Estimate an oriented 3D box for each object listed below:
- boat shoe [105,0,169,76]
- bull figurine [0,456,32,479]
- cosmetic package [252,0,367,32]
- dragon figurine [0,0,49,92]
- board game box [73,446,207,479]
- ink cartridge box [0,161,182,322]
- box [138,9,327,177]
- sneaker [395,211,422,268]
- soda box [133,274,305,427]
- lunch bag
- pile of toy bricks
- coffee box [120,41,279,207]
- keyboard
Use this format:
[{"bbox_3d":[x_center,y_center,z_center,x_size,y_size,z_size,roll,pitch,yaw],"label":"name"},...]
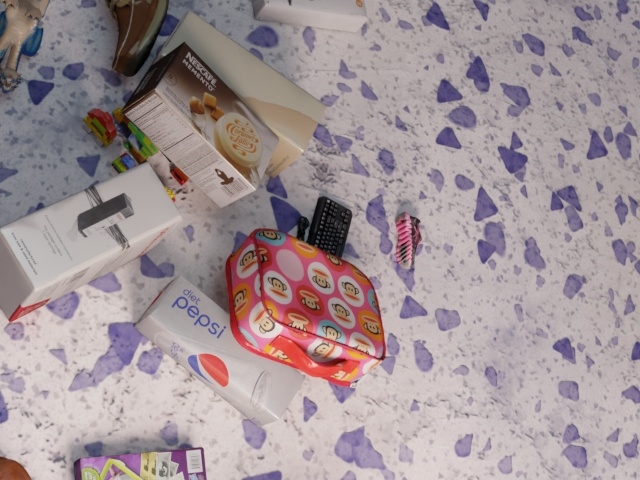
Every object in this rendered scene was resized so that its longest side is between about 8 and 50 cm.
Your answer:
[{"bbox_3d":[-0.341,-0.444,1.823,0.120,0.122,0.324,20,55,-15],"label":"boat shoe"},{"bbox_3d":[-0.486,0.432,1.374,0.188,0.101,0.310,49,33,-8],"label":"bull figurine"},{"bbox_3d":[-0.023,-0.498,2.040,0.239,0.060,0.098,0,73,-28],"label":"cosmetic package"},{"bbox_3d":[-0.518,-0.379,1.712,0.085,0.144,0.289,24,43,-17],"label":"dragon figurine"},{"bbox_3d":[-0.267,0.507,1.544,0.208,0.056,0.346,3,70,-32],"label":"board game box"},{"bbox_3d":[-0.384,0.002,1.577,0.273,0.197,0.114,-29,87,-33],"label":"ink cartridge box"},{"bbox_3d":[-0.162,-0.267,1.829,0.311,0.148,0.121,33,60,-13],"label":"box"},{"bbox_3d":[0.183,0.002,1.980,0.057,0.047,0.119,16,66,-35],"label":"sneaker"},{"bbox_3d":[-0.171,0.192,1.685,0.286,0.091,0.098,41,58,-9],"label":"soda box"},{"bbox_3d":[-0.019,0.130,1.707,0.293,0.120,0.258,25,36,-32],"label":"lunch bag"},{"bbox_3d":[-0.306,-0.167,1.736,0.212,0.105,0.118,49,57,-4],"label":"pile of toy bricks"},{"bbox_3d":[-0.202,-0.197,1.704,0.246,0.098,0.141,45,42,-24],"label":"coffee box"},{"bbox_3d":[0.000,0.000,1.890,0.108,0.023,0.180,25,61,-18],"label":"keyboard"}]
